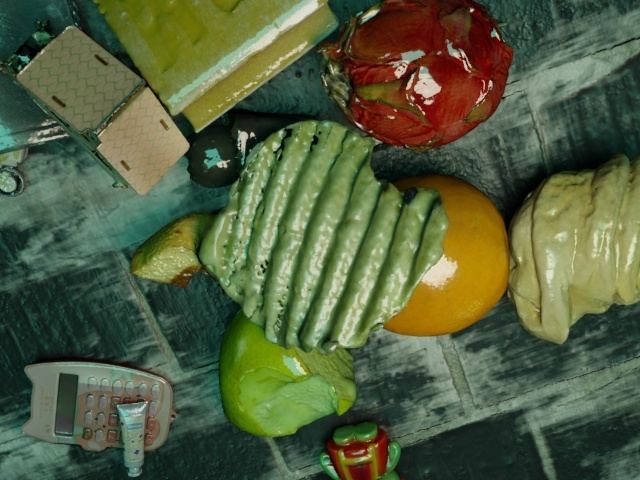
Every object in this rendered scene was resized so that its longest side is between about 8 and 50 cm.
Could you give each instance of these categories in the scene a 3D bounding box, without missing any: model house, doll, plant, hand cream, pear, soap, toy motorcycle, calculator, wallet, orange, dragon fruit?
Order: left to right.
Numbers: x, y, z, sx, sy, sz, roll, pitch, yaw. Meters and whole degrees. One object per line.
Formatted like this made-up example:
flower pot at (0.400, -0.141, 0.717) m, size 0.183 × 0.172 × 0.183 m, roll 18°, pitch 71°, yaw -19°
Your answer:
toy motorcycle at (-0.631, -0.195, 1.182) m, size 0.151 × 0.074 × 0.229 m, roll 10°, pitch 115°, yaw -9°
wallet at (-0.538, -0.342, 1.107) m, size 0.237 × 0.075 × 0.342 m, roll -22°, pitch 108°, yaw -27°
calculator at (-0.479, 0.364, 1.360) m, size 0.329 × 0.048 × 0.220 m, roll 10°, pitch 104°, yaw -6°
model house at (-0.366, -0.232, 1.042) m, size 0.169 × 0.244 × 0.326 m, roll -47°, pitch 116°, yaw -13°
hand cream at (-0.406, 0.429, 1.343) m, size 0.065 × 0.043 × 0.171 m, roll -3°, pitch 104°, yaw -22°
soap at (-0.182, -0.397, 1.056) m, size 0.335 × 0.156 × 0.293 m, roll -33°, pitch 78°, yaw 6°
plant at (-0.126, -0.173, 1.155) m, size 0.256 × 0.164 × 0.142 m, roll -11°, pitch 109°, yaw -11°
pear at (-0.100, 0.279, 1.245) m, size 0.282 × 0.176 × 0.286 m, roll -34°, pitch 118°, yaw 23°
doll at (0.110, 0.585, 1.372) m, size 0.182 × 0.160 × 0.363 m, roll -12°, pitch 106°, yaw 1°
dragon fruit at (0.172, -0.296, 1.064) m, size 0.342 × 0.277 × 0.277 m, roll -27°, pitch 105°, yaw -14°
orange at (0.196, 0.029, 1.145) m, size 0.312 × 0.312 × 0.312 m, roll 0°, pitch 106°, yaw -1°

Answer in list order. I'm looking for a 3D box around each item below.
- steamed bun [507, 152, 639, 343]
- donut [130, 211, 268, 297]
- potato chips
steamed bun at (0.521, 0.018, 1.151) m, size 0.372 × 0.230 × 0.325 m, roll -28°, pitch 124°, yaw -13°
donut at (-0.203, 0.018, 1.203) m, size 0.295 × 0.151 × 0.112 m, roll 21°, pitch 140°, yaw -35°
potato chips at (-0.006, 0.005, 1.041) m, size 0.373 × 0.097 × 0.389 m, roll 43°, pitch 100°, yaw 20°
